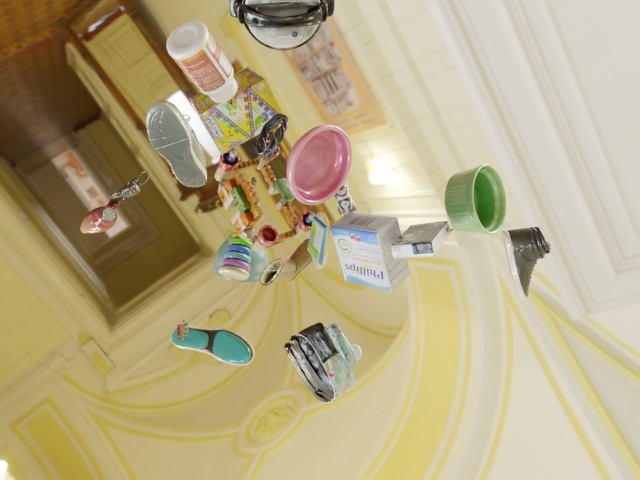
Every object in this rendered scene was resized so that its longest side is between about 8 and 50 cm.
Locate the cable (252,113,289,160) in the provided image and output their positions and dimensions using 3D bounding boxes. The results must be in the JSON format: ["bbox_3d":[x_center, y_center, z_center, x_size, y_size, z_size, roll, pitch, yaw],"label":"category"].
[{"bbox_3d":[-0.146,-0.323,1.516,0.150,0.047,0.184,-49,-151,8],"label":"cable"}]

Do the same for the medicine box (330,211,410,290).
[{"bbox_3d":[0.214,0.043,2.098,0.263,0.289,0.149,9,-145,44],"label":"medicine box"}]

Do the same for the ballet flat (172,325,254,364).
[{"bbox_3d":[-0.454,0.445,2.137,0.400,0.139,0.139,9,-148,16],"label":"ballet flat"}]

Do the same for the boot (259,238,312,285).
[{"bbox_3d":[-0.126,0.091,2.050,0.236,0.089,0.269,-57,165,7],"label":"boot"}]

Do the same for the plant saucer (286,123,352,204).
[{"bbox_3d":[-0.015,-0.308,1.954,0.332,0.332,0.084,-39,-133,-23],"label":"plant saucer"}]

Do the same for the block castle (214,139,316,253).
[{"bbox_3d":[-0.238,-0.198,2.101,0.303,0.453,0.213,-21,168,-34],"label":"block castle"}]

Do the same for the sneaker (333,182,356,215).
[{"bbox_3d":[0.111,-0.187,2.333,0.094,0.153,0.235,-17,-165,-4],"label":"sneaker"}]

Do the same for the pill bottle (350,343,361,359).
[{"bbox_3d":[0.149,0.515,2.232,0.078,0.078,0.137,-34,167,-7],"label":"pill bottle"}]

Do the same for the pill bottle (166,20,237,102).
[{"bbox_3d":[-0.318,-0.485,1.350,0.121,0.216,0.121,-7,-114,15],"label":"pill bottle"}]

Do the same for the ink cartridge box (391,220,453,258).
[{"bbox_3d":[0.413,-0.014,1.945,0.165,0.065,0.333,-7,-165,29],"label":"ink cartridge box"}]

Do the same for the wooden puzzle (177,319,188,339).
[{"bbox_3d":[-0.567,0.368,2.004,0.049,0.083,0.006,-15,158,15],"label":"wooden puzzle"}]

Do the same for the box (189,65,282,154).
[{"bbox_3d":[-0.334,-0.518,1.909,0.279,0.177,0.290,-29,-146,-4],"label":"box"}]

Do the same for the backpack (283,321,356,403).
[{"bbox_3d":[0.014,0.430,1.709,0.191,0.253,0.225,-19,159,-30],"label":"backpack"}]

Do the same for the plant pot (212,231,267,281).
[{"bbox_3d":[-0.409,0.071,2.573,0.293,0.196,0.293,11,-162,-4],"label":"plant pot"}]

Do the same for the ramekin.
[{"bbox_3d":[0.670,-0.171,2.119,0.148,0.303,0.303,-5,-149,46],"label":"ramekin"}]

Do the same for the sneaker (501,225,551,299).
[{"bbox_3d":[0.737,0.079,1.704,0.147,0.295,0.104,-16,-154,14],"label":"sneaker"}]

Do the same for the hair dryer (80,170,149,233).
[{"bbox_3d":[-0.691,-0.109,1.637,0.293,0.080,0.223,-36,-161,5],"label":"hair dryer"}]

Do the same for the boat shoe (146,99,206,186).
[{"bbox_3d":[-0.418,-0.293,1.450,0.118,0.320,0.103,-7,-125,8],"label":"boat shoe"}]

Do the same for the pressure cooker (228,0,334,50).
[{"bbox_3d":[-0.171,-1.025,2.057,0.370,0.375,0.420,-33,-133,27],"label":"pressure cooker"}]

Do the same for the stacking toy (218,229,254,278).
[{"bbox_3d":[-0.367,0.011,2.272,0.141,0.141,0.330,-11,-119,49],"label":"stacking toy"}]

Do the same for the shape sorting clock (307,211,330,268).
[{"bbox_3d":[0.000,0.000,1.741,0.040,0.206,0.206,5,-174,-19],"label":"shape sorting clock"}]
